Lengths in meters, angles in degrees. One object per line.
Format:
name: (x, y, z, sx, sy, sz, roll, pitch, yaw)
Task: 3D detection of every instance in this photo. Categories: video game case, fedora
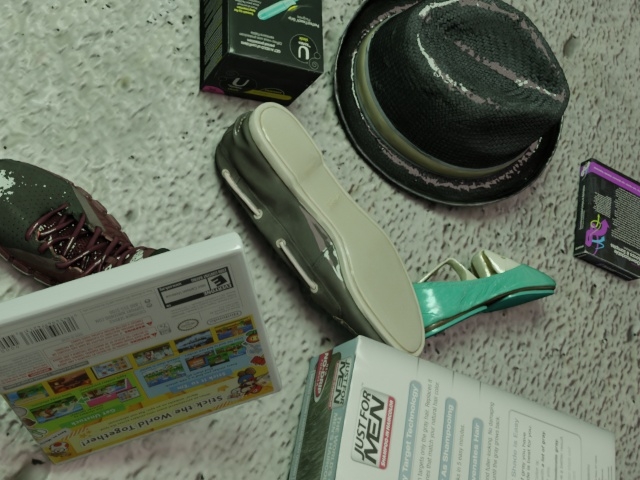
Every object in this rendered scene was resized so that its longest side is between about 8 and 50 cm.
video game case: (-0.158, 0.101, 0.667, 0.227, 0.206, 0.026, -17, 46, -8)
fedora: (0.190, -0.203, 0.970, 0.334, 0.152, 0.334, 2, 84, -14)

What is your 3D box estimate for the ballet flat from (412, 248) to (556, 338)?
ballet flat: (0.200, 0.056, 0.975, 0.247, 0.083, 0.087, -13, 76, -31)

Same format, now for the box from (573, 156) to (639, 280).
box: (0.440, -0.032, 1.164, 0.116, 0.029, 0.162, 23, 64, -20)

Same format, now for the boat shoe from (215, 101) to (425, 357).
boat shoe: (0.000, 0.000, 0.882, 0.335, 0.095, 0.112, 57, 40, -4)

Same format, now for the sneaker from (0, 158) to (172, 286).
sneaker: (-0.199, 0.008, 0.723, 0.281, 0.162, 0.106, 43, 60, -11)

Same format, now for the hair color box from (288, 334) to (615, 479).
hair color box: (0.158, 0.262, 0.862, 0.374, 0.113, 0.185, 23, 59, -21)

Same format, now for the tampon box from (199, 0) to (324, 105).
tampon box: (-0.072, -0.259, 0.911, 0.120, 0.101, 0.161, 7, 73, -26)
